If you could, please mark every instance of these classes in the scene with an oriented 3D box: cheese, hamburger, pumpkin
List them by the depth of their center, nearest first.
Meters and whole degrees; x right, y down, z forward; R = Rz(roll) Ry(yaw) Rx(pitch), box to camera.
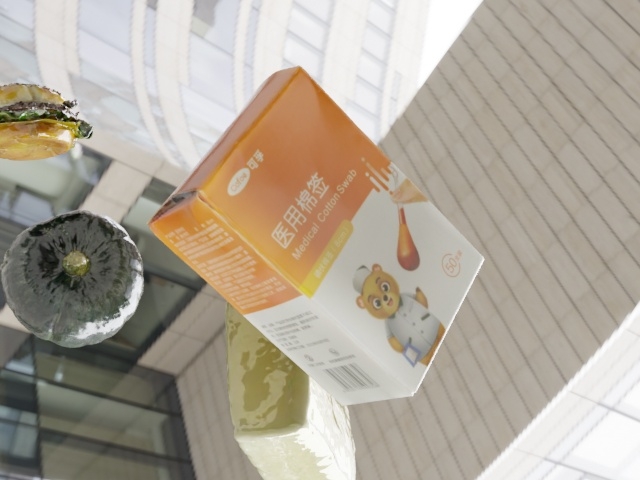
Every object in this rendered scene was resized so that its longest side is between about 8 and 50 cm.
[{"bbox_3d":[-0.040,0.230,1.247,0.124,0.265,0.242,-18,-131,4],"label":"cheese"},{"bbox_3d":[-0.369,0.054,1.307,0.152,0.212,0.211,-36,-135,48],"label":"pumpkin"},{"bbox_3d":[-0.446,-0.182,1.327,0.164,0.190,0.093,-24,-109,56],"label":"hamburger"}]

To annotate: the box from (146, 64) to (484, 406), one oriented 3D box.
[{"bbox_3d":[0.000,0.000,1.011,0.143,0.341,0.225,-23,-152,52],"label":"box"}]
